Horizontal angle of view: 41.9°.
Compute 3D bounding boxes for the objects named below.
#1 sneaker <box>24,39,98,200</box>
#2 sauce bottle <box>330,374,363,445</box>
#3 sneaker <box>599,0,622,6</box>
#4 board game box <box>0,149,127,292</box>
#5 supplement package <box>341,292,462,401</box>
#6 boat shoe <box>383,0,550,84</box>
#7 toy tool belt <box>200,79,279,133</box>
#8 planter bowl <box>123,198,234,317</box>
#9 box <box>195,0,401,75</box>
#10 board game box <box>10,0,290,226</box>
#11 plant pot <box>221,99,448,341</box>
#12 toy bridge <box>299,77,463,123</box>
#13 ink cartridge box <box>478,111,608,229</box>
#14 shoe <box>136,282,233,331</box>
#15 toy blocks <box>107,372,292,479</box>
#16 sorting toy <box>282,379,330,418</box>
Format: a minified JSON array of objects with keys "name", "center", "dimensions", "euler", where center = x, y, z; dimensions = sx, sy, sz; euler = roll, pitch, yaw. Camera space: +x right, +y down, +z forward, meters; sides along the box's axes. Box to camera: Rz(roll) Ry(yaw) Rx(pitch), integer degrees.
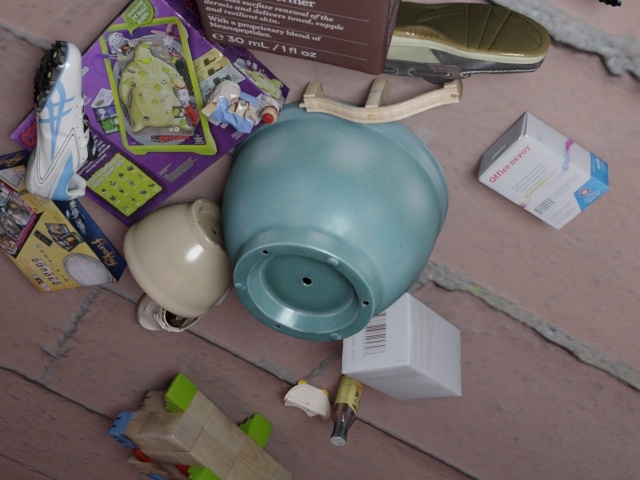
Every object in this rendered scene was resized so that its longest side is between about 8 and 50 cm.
[{"name":"sneaker","center":[-0.314,-0.145,1.034],"dimensions":[0.086,0.085,0.237],"euler":[3,137,-22]},{"name":"sauce bottle","center":[0.041,0.272,1.354],"dimensions":[0.042,0.128,0.042],"euler":[9,138,8]},{"name":"sneaker","center":[0.210,-0.300,0.777],"dimensions":[0.209,0.069,0.082],"euler":[28,104,2]},{"name":"board game box","center":[-0.430,-0.023,1.277],"dimensions":[0.165,0.042,0.243],"euler":[-8,131,26]},{"name":"supplement package","center":[0.118,0.156,1.185],"dimensions":[0.105,0.105,0.179],"euler":[-13,151,29]},{"name":"boat shoe","center":[0.127,-0.204,0.886],"dimensions":[0.224,0.080,0.073],"euler":[11,142,16]},{"name":"toy tool belt","center":[-0.093,-0.146,0.969],"dimensions":[0.083,0.051,0.052],"euler":[22,137,-4]},{"name":"planter bowl","center":[-0.173,0.010,1.154],"dimensions":[0.109,0.162,0.162],"euler":[-38,115,23]},{"name":"box","center":[-0.015,-0.301,0.685],"dimensions":[0.191,0.143,0.381],"euler":[13,160,6]},{"name":"board game box","center":[-0.227,-0.161,1.068],"dimensions":[0.208,0.056,0.347],"euler":[38,134,-25]},{"name":"plant pot","center":[0.000,0.000,1.044],"dimensions":[0.293,0.196,0.293],"euler":[10,136,10]},{"name":"toy bridge","center":[0.065,-0.160,0.956],"dimensions":[0.188,0.063,0.026],"euler":[-1,134,19]},{"name":"ink cartridge box","center":[0.260,-0.081,0.978],"dimensions":[0.123,0.052,0.088],"euler":[29,135,-13]},{"name":"shoe","center":[-0.226,0.102,1.322],"dimensions":[0.219,0.058,0.076],"euler":[-28,120,38]},{"name":"toy blocks","center":[-0.245,0.403,1.572],"dimensions":[0.261,0.190,0.381],"euler":[-9,132,41]},{"name":"sorting toy","center":[-0.028,0.283,1.455],"dimensions":[0.083,0.044,0.075],"euler":[25,144,-7]}]
